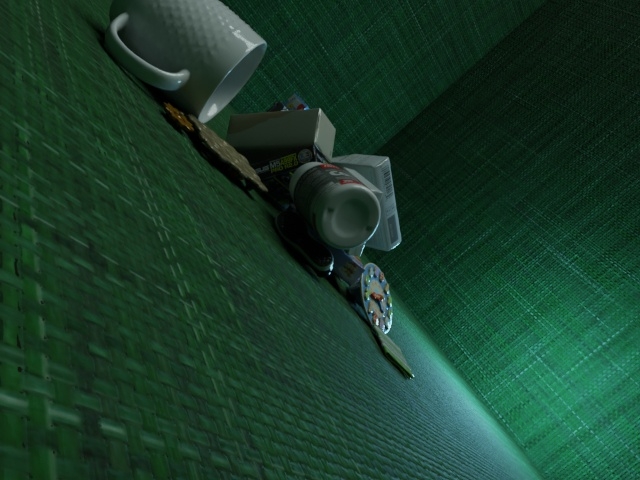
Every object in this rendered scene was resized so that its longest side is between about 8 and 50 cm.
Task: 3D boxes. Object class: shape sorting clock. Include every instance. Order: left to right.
[{"bbox_3d":[0.163,0.165,1.504,0.206,0.040,0.206,28,56,-53],"label":"shape sorting clock"}]

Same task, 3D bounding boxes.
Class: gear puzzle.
[{"bbox_3d":[-0.262,-0.221,1.288,0.339,0.044,0.175,37,14,-53],"label":"gear puzzle"}]

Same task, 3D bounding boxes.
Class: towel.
[{"bbox_3d":[0.183,0.288,1.370,0.113,0.023,0.152,45,8,-17],"label":"towel"}]

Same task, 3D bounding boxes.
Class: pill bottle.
[{"bbox_3d":[0.024,-0.102,1.333,0.161,0.161,0.283,46,1,-30],"label":"pill bottle"}]

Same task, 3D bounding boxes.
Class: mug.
[{"bbox_3d":[-0.363,-0.482,1.301,0.328,0.276,0.374,41,36,-7],"label":"mug"}]

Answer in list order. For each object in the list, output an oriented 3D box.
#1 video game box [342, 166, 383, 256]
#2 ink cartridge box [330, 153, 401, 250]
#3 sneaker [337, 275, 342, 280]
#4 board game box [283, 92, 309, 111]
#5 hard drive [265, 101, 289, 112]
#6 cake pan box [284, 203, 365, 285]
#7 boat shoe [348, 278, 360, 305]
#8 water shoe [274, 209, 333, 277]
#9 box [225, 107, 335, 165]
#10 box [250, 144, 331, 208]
[{"bbox_3d":[0.085,-0.082,1.446,0.048,0.187,0.205,12,20,-24],"label":"video game box"},{"bbox_3d":[0.088,-0.146,1.828,0.385,0.091,0.308,16,-51,44],"label":"ink cartridge box"},{"bbox_3d":[0.079,0.106,1.679,0.118,0.042,0.067,33,11,-44],"label":"sneaker"},{"bbox_3d":[-0.149,-0.432,2.241,0.086,0.308,0.302,49,4,18],"label":"board game box"},{"bbox_3d":[-0.142,-0.330,1.954,0.064,0.237,0.339,52,6,38],"label":"hard drive"},{"bbox_3d":[0.000,0.000,1.516,0.267,0.070,0.246,39,5,-6],"label":"cake pan box"},{"bbox_3d":[0.133,0.161,1.619,0.227,0.079,0.081,-18,86,-81],"label":"boat shoe"},{"bbox_3d":[-0.047,0.012,1.305,0.203,0.073,0.080,50,-23,26],"label":"water shoe"},{"bbox_3d":[-0.124,-0.316,1.641,0.148,0.311,0.121,40,55,-63],"label":"box"},{"bbox_3d":[-0.071,-0.188,1.626,0.270,0.216,0.060,35,42,-67],"label":"box"}]
